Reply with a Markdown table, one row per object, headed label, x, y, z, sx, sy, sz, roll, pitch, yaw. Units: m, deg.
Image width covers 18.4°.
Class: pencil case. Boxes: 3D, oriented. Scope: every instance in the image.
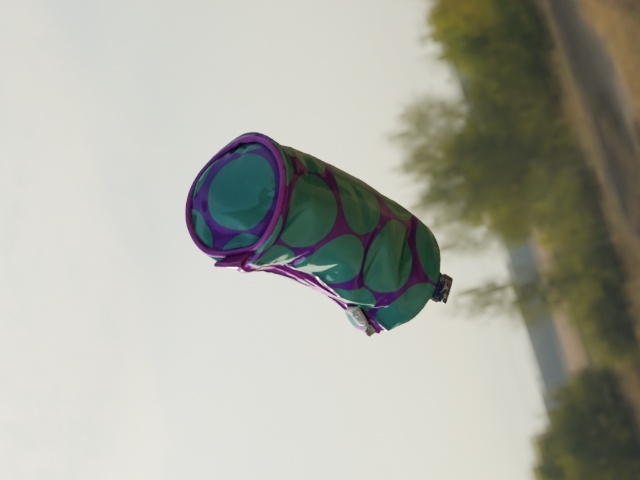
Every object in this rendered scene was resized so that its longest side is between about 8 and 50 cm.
| label | x | y | z | sx | sy | sz | roll | pitch | yaw |
| --- | --- | --- | --- | --- | --- | --- | --- | --- | --- |
| pencil case | 0.000 | 0.000 | 0.973 | 0.152 | 0.064 | 0.070 | 26 | -114 | -51 |
